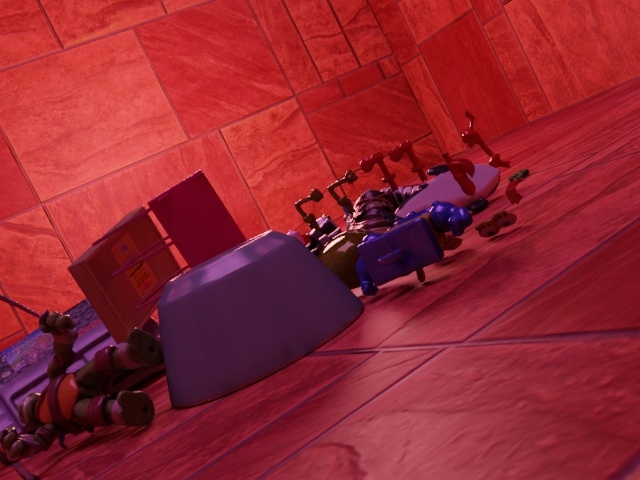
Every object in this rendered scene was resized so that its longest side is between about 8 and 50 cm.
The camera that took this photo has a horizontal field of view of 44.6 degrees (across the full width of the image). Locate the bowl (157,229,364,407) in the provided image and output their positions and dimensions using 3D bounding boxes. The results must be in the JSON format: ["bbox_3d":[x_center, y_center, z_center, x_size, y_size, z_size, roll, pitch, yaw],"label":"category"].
[{"bbox_3d":[-0.111,0.095,1.135,0.312,0.163,0.311,-27,4,2],"label":"bowl"}]

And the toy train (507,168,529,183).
[{"bbox_3d":[0.433,-0.140,1.706,0.024,0.017,0.083,-10,13,38],"label":"toy train"}]

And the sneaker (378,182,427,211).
[{"bbox_3d":[0.257,-0.097,1.843,0.163,0.106,0.281,-22,9,-41],"label":"sneaker"}]

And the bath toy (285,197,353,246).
[{"bbox_3d":[-0.054,0.020,2.018,0.348,0.129,0.151,-27,4,5],"label":"bath toy"}]

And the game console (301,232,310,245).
[{"bbox_3d":[0.000,0.000,2.288,0.085,0.124,0.144,-57,15,-21],"label":"game console"}]

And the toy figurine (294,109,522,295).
[{"bbox_3d":[0.092,-0.016,1.124,0.363,0.191,0.217,-23,11,28],"label":"toy figurine"}]

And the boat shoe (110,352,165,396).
[{"bbox_3d":[-0.329,0.223,1.518,0.224,0.073,0.080,-29,5,-24],"label":"boat shoe"}]

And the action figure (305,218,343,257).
[{"bbox_3d":[-0.067,0.062,1.843,0.285,0.099,0.185,-31,11,-5],"label":"action figure"}]

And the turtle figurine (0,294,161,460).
[{"bbox_3d":[-0.377,0.199,1.096,0.266,0.274,0.197,-15,24,25],"label":"turtle figurine"}]

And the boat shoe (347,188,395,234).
[{"bbox_3d":[0.110,-0.051,1.714,0.123,0.123,0.342,-8,2,3],"label":"boat shoe"}]

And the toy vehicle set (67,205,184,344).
[{"bbox_3d":[-0.356,0.057,1.471,0.035,0.166,0.267,-22,17,20],"label":"toy vehicle set"}]

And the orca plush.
[{"bbox_3d":[0.249,-0.056,1.574,0.151,0.102,0.287,28,50,27],"label":"orca plush"}]

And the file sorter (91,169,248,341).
[{"bbox_3d":[-0.241,0.059,1.415,0.182,0.290,0.202,-29,9,22],"label":"file sorter"}]

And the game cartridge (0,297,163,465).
[{"bbox_3d":[-0.478,0.232,1.454,0.355,0.068,0.230,-35,46,-24],"label":"game cartridge"}]
